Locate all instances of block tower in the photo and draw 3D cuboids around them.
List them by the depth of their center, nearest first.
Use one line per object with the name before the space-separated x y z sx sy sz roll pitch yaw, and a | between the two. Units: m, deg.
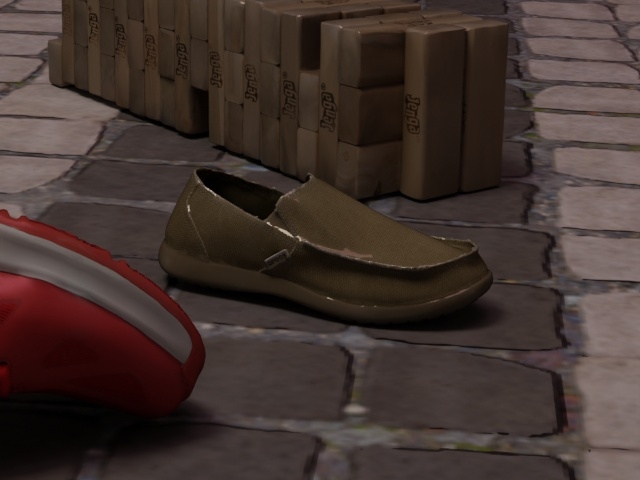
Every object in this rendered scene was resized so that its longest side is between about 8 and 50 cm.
block tower | -0.040 -0.109 0.951 0.091 0.097 0.335 -11 21 -37

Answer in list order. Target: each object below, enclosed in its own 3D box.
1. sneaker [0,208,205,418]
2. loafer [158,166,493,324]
sneaker | -0.151 0.047 0.521 0.221 0.128 0.087 22 -26 -17
loafer | 0.000 0.000 0.689 0.148 0.050 0.056 7 19 15
